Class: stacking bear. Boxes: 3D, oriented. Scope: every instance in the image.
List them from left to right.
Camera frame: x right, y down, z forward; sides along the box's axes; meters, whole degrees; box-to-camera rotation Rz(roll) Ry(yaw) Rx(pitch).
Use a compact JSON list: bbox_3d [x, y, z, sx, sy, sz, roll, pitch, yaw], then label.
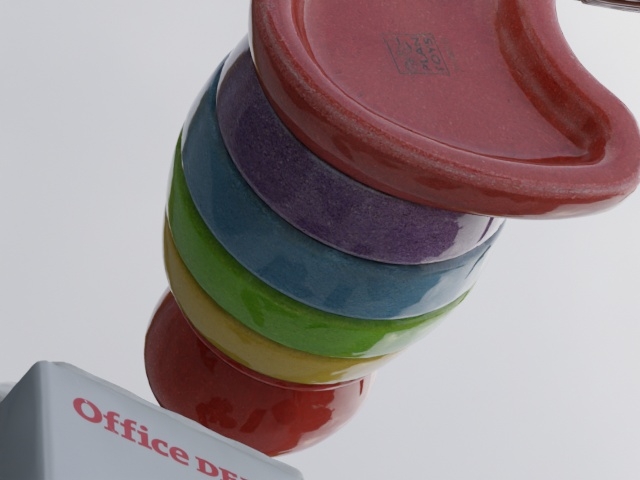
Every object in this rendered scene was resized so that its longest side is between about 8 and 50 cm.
[{"bbox_3d":[0.000,0.000,0.884,0.289,0.164,0.175,-61,-140,46],"label":"stacking bear"}]

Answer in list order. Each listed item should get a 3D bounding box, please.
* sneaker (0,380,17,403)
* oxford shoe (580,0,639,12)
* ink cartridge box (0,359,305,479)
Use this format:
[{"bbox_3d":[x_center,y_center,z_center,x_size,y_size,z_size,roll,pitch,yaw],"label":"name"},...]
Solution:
[{"bbox_3d":[-0.232,0.284,1.271,0.145,0.147,0.384,16,-73,23],"label":"sneaker"},{"bbox_3d":[0.274,-0.245,1.319,0.397,0.141,0.146,159,-65,-78],"label":"oxford shoe"},{"bbox_3d":[-0.056,0.140,0.611,0.072,0.127,0.175,-48,-150,24],"label":"ink cartridge box"}]
